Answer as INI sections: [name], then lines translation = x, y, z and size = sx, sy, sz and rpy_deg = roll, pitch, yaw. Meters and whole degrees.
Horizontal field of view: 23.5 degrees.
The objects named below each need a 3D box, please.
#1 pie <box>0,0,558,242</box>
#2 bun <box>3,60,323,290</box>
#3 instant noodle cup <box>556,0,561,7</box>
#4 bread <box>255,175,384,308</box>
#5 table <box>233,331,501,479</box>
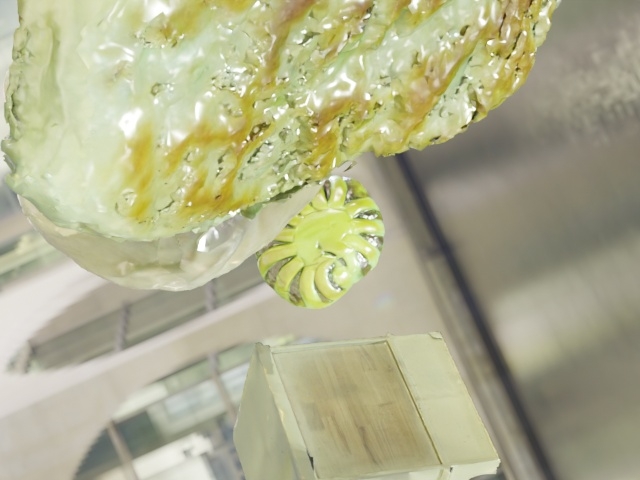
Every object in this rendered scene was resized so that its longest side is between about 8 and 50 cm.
[pie]
translation = -0.013, -0.194, 0.875
size = 0.180, 0.418, 0.395
rpy_deg = 23, 124, 33
[bun]
translation = -0.102, -0.080, 1.144
size = 0.273, 0.273, 0.168
rpy_deg = 65, 174, -34
[instant noodle cup]
translation = 0.213, -0.361, 1.502
size = 0.235, 0.178, 0.234
rpy_deg = 20, -126, -30
[bread]
translation = 0.000, 0.000, 1.578
size = 0.071, 0.139, 0.130
rpy_deg = 136, 111, -83
[table]
translation = 0.017, 0.086, 0.631
size = 0.062, 0.083, 0.079
rpy_deg = 104, 153, -42
